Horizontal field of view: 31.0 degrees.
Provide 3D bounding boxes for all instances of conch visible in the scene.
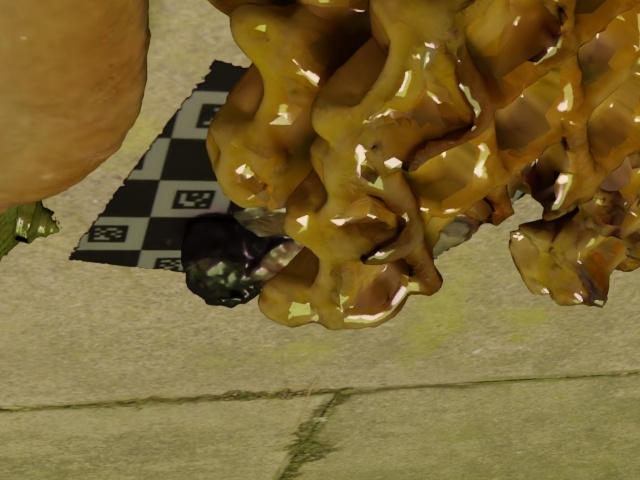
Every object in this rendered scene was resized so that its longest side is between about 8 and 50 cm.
[{"bbox_3d":[-0.244,-0.031,0.832,0.121,0.074,0.089,21,115,-17],"label":"conch"}]

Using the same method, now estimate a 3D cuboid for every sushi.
[{"bbox_3d":[0.000,0.000,0.939,0.339,0.069,0.320,8,151,-30],"label":"sushi"}]

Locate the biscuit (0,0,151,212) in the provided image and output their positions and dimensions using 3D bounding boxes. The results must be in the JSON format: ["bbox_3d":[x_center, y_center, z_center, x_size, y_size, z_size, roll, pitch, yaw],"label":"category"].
[{"bbox_3d":[-0.303,-0.106,0.586,0.429,0.104,0.446,-4,154,-7],"label":"biscuit"}]

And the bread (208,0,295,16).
[{"bbox_3d":[0.017,-0.128,0.648,0.087,0.098,0.269,28,175,33],"label":"bread"}]

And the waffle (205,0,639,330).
[{"bbox_3d":[0.108,-0.081,0.585,0.324,0.151,0.261,-4,135,-47],"label":"waffle"}]
